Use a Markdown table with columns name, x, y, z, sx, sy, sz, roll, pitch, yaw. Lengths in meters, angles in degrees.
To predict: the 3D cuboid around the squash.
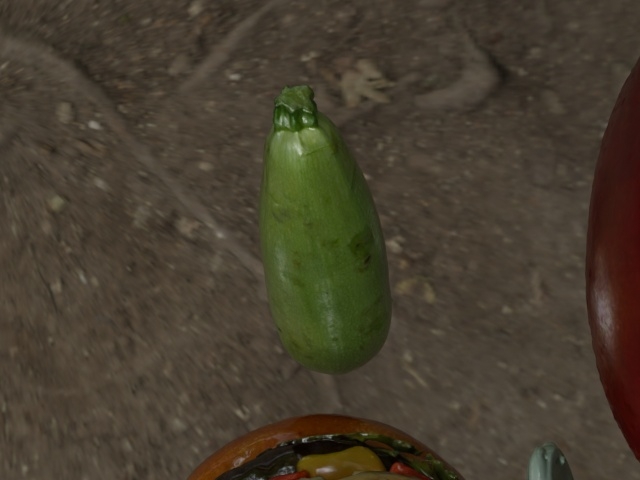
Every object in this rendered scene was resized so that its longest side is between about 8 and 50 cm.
| name | x | y | z | sx | sy | sz | roll | pitch | yaw |
| --- | --- | --- | --- | --- | --- | --- | --- | --- | --- |
| squash | 0.004 | 0.006 | 1.223 | 0.118 | 0.371 | 0.118 | -2 | 55 | 3 |

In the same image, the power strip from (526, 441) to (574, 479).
| name | x | y | z | sx | sy | sz | roll | pitch | yaw |
| --- | --- | --- | --- | --- | --- | --- | --- | --- | --- |
| power strip | 0.148 | 0.158 | 0.862 | 0.035 | 0.083 | 0.055 | -17 | 107 | 25 |

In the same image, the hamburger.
| name | x | y | z | sx | sy | sz | roll | pitch | yaw |
| --- | --- | --- | --- | --- | --- | --- | --- | --- | --- |
| hamburger | 0.013 | 0.323 | 1.199 | 0.329 | 0.250 | 0.330 | 0 | 102 | -2 |

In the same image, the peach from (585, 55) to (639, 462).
| name | x | y | z | sx | sy | sz | roll | pitch | yaw |
| --- | --- | --- | --- | --- | --- | --- | --- | --- | --- |
| peach | 0.236 | 0.022 | 0.736 | 0.201 | 0.258 | 0.362 | 7 | 99 | -6 |
